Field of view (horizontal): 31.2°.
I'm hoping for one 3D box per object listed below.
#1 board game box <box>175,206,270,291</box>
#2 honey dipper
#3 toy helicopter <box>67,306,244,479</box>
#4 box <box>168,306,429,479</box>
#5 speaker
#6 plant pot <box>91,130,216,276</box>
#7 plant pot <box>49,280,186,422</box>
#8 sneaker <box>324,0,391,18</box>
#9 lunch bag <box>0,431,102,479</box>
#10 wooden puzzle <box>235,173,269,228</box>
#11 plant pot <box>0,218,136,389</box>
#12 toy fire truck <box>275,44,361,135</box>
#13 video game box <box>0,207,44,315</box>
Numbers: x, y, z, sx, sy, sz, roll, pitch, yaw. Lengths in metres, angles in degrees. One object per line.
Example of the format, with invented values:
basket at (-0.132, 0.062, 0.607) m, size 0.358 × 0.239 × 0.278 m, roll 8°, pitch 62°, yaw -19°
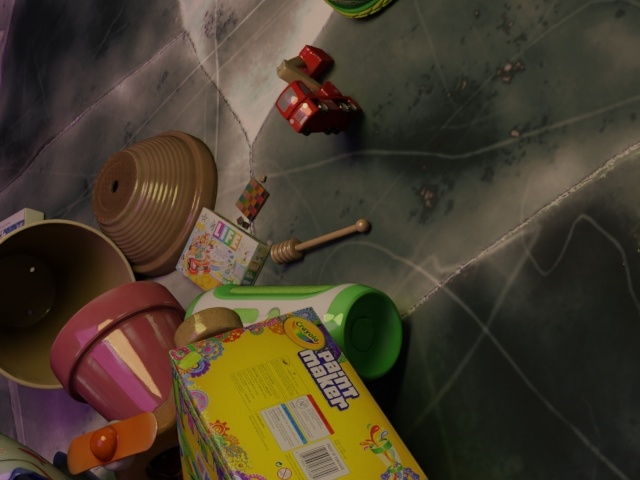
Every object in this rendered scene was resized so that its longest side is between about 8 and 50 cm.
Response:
board game box at (-0.144, 0.026, 1.670) m, size 0.154 × 0.026 × 0.103 m, roll 31°, pitch 97°, yaw 48°
honey dipper at (0.000, 0.000, 1.528) m, size 0.161 × 0.030 × 0.030 m, roll -18°, pitch 62°, yaw 39°
toy helicopter at (-0.177, 0.211, 1.408) m, size 0.355 × 0.235 × 0.140 m, roll 109°, pitch 147°, yaw -41°
box at (-0.027, 0.283, 1.239) m, size 0.290 × 0.177 × 0.279 m, roll -126°, pitch 27°, yaw -42°
speaker at (-0.041, 0.115, 1.447) m, size 0.297 × 0.131 × 0.131 m, roll -3°, pitch 73°, yaw 46°
plant pot at (-0.277, -0.069, 1.786) m, size 0.237 × 0.110 × 0.237 m, roll -19°, pitch 61°, yaw 39°
plant pot at (-0.248, 0.187, 1.606) m, size 0.180 × 0.201 × 0.201 m, roll 48°, pitch 111°, yaw 29°
sneaker at (0.103, -0.412, 1.512) m, size 0.295 × 0.123 × 0.109 m, roll -41°, pitch 48°, yaw 27°
lunch bag at (-0.381, 0.402, 1.515) m, size 0.328 × 0.385 × 0.239 m, roll 17°, pitch 67°, yaw 49°
wooden puzzle at (-0.100, -0.059, 1.672) m, size 0.083 × 0.006 × 0.049 m, roll -57°, pitch 43°, yaw 13°
plant pot at (-0.455, 0.092, 1.838) m, size 0.274 × 0.257 × 0.256 m, roll 4°, pitch 77°, yaw 64°
toy fire truck at (-0.015, -0.205, 1.544) m, size 0.135 × 0.192 × 0.047 m, roll 48°, pitch 114°, yaw 14°
video game box at (-0.580, 0.063, 2.098) m, size 0.187 × 0.048 × 0.205 m, roll -25°, pitch 58°, yaw 41°
